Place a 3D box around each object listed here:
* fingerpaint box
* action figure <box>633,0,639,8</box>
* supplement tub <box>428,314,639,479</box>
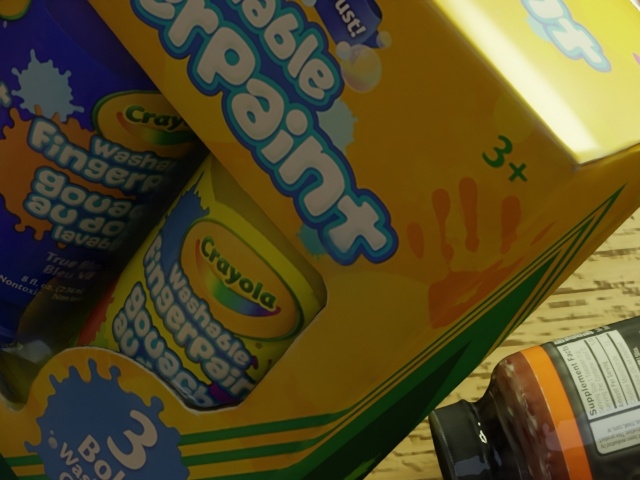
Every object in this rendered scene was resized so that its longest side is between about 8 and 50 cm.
[{"bbox_3d":[-0.097,-0.091,0.760,0.445,0.163,0.371,51,126,14],"label":"fingerpaint box"},{"bbox_3d":[0.089,-0.249,0.886,0.275,0.248,0.370,-24,85,16],"label":"action figure"},{"bbox_3d":[0.160,0.096,0.827,0.197,0.106,0.106,-16,73,-1],"label":"supplement tub"}]
